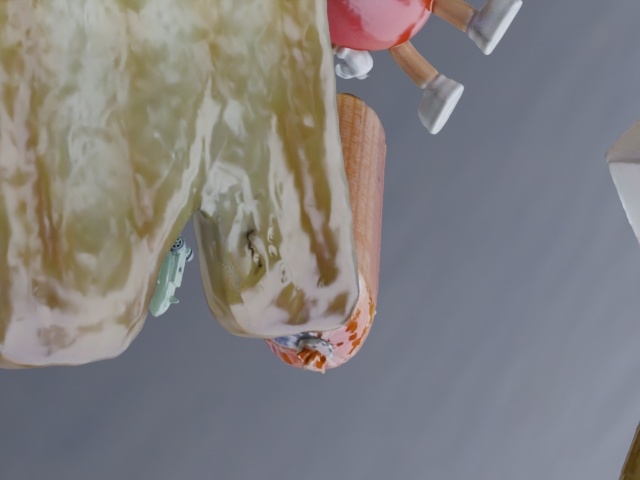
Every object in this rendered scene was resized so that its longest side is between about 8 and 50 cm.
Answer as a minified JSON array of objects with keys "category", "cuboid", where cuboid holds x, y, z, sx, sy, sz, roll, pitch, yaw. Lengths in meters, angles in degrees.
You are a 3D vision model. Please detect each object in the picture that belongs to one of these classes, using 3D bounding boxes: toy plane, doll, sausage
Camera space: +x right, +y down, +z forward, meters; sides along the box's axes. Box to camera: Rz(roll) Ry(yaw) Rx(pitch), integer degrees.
[{"category":"toy plane","cuboid":[-0.118,0.019,1.367,0.080,0.033,0.083,59,32,-70]},{"category":"doll","cuboid":[0.049,-0.208,1.535,0.183,0.217,0.085,-57,-179,40]},{"category":"sausage","cuboid":[0.000,0.000,1.038,0.234,0.071,0.071,-83,173,-55]}]

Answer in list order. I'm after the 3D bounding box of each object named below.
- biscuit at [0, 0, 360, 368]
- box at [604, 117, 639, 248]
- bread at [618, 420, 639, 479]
[{"category":"biscuit","cuboid":[-0.087,-0.088,0.865,0.237,0.062,0.290,-7,88,-42]},{"category":"box","cuboid":[0.311,-0.107,0.827,0.343,0.200,0.065,-42,120,-29]},{"category":"bread","cuboid":[0.194,0.107,0.928,0.154,0.054,0.136,42,60,-67]}]
